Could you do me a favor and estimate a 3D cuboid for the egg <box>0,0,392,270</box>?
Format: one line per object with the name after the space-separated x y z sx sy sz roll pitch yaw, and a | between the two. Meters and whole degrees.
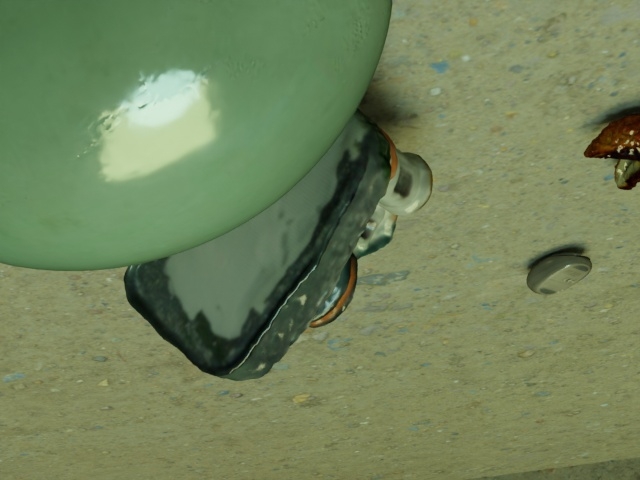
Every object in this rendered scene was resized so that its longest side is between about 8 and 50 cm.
-0.136 -0.123 0.636 0.389 0.276 0.276 -22 150 23 | egg

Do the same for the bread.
0.421 -0.118 1.002 0.268 0.095 0.139 -6 155 31 | bread

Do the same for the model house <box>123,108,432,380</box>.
0.000 0.000 0.950 0.271 0.190 0.301 -59 150 7 | model house

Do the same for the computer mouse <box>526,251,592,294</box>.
0.333 0.041 1.339 0.066 0.039 0.096 16 138 -39 | computer mouse
